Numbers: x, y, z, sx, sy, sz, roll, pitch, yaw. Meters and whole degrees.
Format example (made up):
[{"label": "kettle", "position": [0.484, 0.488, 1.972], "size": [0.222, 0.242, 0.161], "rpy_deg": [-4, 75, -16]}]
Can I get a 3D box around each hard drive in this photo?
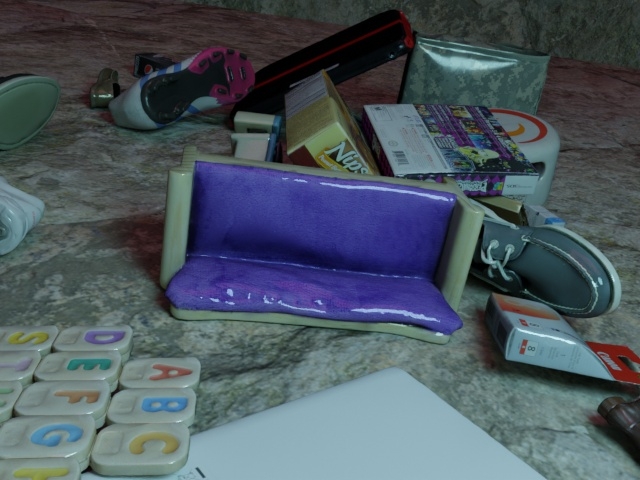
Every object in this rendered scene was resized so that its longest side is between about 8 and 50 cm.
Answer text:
[{"label": "hard drive", "position": [0.002, 0.210, 0.545], "size": [0.353, 0.047, 0.233], "rpy_deg": [-11, 31, -38]}]

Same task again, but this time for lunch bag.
[{"label": "lunch bag", "position": [0.306, -0.291, 1.523], "size": [0.287, 0.235, 0.169], "rpy_deg": [11, 22, 1]}]

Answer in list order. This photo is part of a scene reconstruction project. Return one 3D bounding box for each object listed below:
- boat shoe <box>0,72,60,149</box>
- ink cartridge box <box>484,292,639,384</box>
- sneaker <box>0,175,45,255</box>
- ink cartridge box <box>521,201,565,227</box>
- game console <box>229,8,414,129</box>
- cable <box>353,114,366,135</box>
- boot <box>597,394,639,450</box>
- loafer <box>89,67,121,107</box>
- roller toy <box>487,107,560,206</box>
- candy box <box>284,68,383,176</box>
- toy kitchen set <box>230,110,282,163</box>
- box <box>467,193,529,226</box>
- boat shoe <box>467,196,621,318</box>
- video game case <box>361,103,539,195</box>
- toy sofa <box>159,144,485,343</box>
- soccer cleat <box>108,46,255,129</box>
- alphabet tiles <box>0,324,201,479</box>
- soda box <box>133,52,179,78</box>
[{"label": "boat shoe", "position": [-0.529, -0.190, 1.106], "size": [0.113, 0.127, 0.340], "rpy_deg": [27, 36, 7]}, {"label": "ink cartridge box", "position": [0.287, 0.110, 0.841], "size": [0.180, 0.045, 0.145], "rpy_deg": [8, 11, 2]}, {"label": "sneaker", "position": [-0.446, -0.051, 0.904], "size": [0.232, 0.090, 0.115], "rpy_deg": [22, 19, 4]}, {"label": "ink cartridge box", "position": [0.350, -0.026, 1.191], "size": [0.028, 0.048, 0.083], "rpy_deg": [-1, 27, -24]}, {"label": "game console", "position": [0.007, -0.356, 1.540], "size": [0.387, 0.060, 0.342], "rpy_deg": [-22, 25, 14]}, {"label": "cable", "position": [0.036, -0.214, 1.492], "size": [0.151, 0.047, 0.184], "rpy_deg": [4, 27, -2]}, {"label": "boot", "position": [0.343, 0.197, 0.725], "size": [0.107, 0.037, 0.114], "rpy_deg": [-2, 30, -26]}, {"label": "loafer", "position": [-0.420, -0.299, 1.476], "size": [0.050, 0.056, 0.148], "rpy_deg": [9, 34, -6]}, {"label": "roller toy", "position": [0.305, -0.130, 1.284], "size": [0.191, 0.146, 0.209], "rpy_deg": [22, 37, 28]}, {"label": "candy box", "position": [0.028, -0.130, 1.125], "size": [0.088, 0.183, 0.316], "rpy_deg": [-31, 23, 10]}, {"label": "toy kitchen set", "position": [-0.075, -0.069, 1.100], "size": [0.122, 0.166, 0.207], "rpy_deg": [7, 60, 1]}, {"label": "box", "position": [0.222, -0.059, 1.151], "size": [0.201, 0.021, 0.164], "rpy_deg": [21, -6, 23]}, {"label": "boat shoe", "position": [0.233, 0.025, 0.971], "size": [0.099, 0.116, 0.319], "rpy_deg": [-15, 30, -32]}, {"label": "video game case", "position": [0.185, -0.141, 1.117], "size": [0.210, 0.041, 0.232], "rpy_deg": [-2, 34, -9]}, {"label": "toy sofa", "position": [0.000, 0.000, 0.875], "size": [0.363, 0.150, 0.177], "rpy_deg": [7, 23, -8]}, {"label": "soccer cleat", "position": [-0.264, -0.294, 1.427], "size": [0.143, 0.116, 0.331], "rpy_deg": [-4, 19, 36]}, {"label": "alphabet tiles", "position": [-0.240, 0.131, 0.590], "size": [0.278, 0.021, 0.284], "rpy_deg": [1, 17, -5]}, {"label": "soda box", "position": [-0.342, -0.375, 1.667], "size": [0.169, 0.053, 0.060], "rpy_deg": [26, 29, 30]}]
